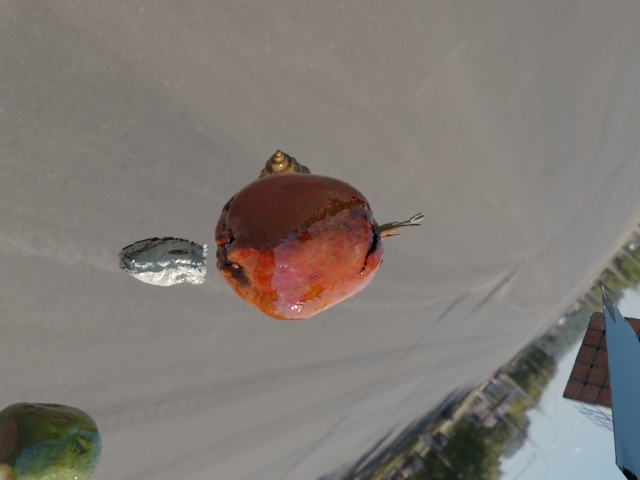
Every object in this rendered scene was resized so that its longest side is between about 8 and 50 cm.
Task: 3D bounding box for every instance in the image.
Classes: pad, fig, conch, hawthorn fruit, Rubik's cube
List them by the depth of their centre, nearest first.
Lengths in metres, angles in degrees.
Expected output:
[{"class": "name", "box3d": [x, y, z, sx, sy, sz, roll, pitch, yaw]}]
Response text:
[{"class": "hawthorn fruit", "box3d": [0.000, 0.000, 1.271, 0.299, 0.211, 0.211, -12, 158, -7]}, {"class": "pad", "box3d": [0.547, 0.281, 1.588, 0.007, 0.247, 0.367, -17, -136, 29]}, {"class": "fig", "box3d": [-0.511, 0.428, 1.610, 0.206, 0.206, 0.275, 27, 74, -74]}, {"class": "conch", "box3d": [-0.047, -0.083, 1.685, 0.330, 0.109, 0.093, 66, 31, -66]}, {"class": "Rubik's cube", "box3d": [0.745, 0.329, 2.103, 0.237, 0.237, 0.238, 39, 72, -39]}]

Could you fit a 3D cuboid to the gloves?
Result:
[{"class": "gloves", "box3d": [-0.272, 0.030, 1.567, 0.114, 0.153, 0.070, -109, -158, -63]}]
